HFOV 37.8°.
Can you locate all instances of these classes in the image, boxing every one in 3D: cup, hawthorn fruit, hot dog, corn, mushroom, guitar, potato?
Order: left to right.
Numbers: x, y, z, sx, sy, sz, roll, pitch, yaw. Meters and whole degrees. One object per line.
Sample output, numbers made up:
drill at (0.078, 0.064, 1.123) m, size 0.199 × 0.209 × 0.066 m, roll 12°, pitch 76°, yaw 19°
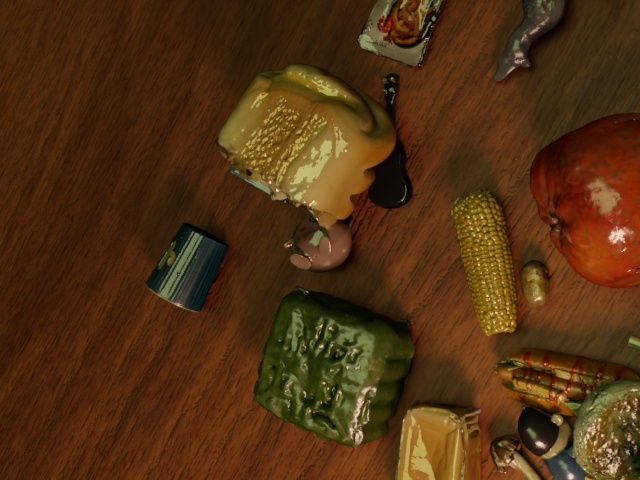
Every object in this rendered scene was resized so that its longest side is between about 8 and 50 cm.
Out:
cup at (-0.284, 0.047, 1.974) m, size 0.155 × 0.131 × 0.176 m, roll -61°, pitch 35°, yaw 4°
guitar at (0.134, -0.197, 1.806) m, size 0.084 × 0.038 × 0.271 m, roll -4°, pitch 81°, yaw 28°
corn at (0.295, 0.037, 1.651) m, size 0.091 × 0.091 × 0.260 m, roll -9°, pitch 82°, yaw -6°
mushroom at (0.353, 0.416, 1.586) m, size 0.060 × 0.061 × 0.187 m, roll -38°, pitch 70°, yaw 14°
potato at (0.375, 0.075, 1.628) m, size 0.051 × 0.040 × 0.083 m, roll -9°, pitch 77°, yaw 41°
hot dog at (0.408, 0.241, 1.567) m, size 0.250 × 0.076 × 0.104 m, roll 10°, pitch 89°, yaw 28°
hawthorn fruit at (0.493, -0.088, 1.471) m, size 0.307 × 0.276 × 0.276 m, roll -34°, pitch 67°, yaw 7°

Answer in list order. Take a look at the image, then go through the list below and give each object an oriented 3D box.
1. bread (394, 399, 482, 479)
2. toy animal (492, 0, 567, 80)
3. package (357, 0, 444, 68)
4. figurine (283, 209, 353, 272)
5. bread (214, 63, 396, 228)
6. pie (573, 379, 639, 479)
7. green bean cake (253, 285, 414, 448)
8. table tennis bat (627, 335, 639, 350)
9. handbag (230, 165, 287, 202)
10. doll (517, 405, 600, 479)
bread at (0.209, 0.407, 1.638) m, size 0.136 × 0.107 × 0.241 m, roll 2°, pitch 84°, yaw 33°
toy animal at (0.415, -0.466, 1.652) m, size 0.206 × 0.081 × 0.367 m, roll 6°, pitch 86°, yaw 41°
package at (0.176, -0.467, 1.824) m, size 0.154 × 0.030 × 0.239 m, roll 27°, pitch 97°, yaw 32°
figurine at (0.000, 0.000, 1.808) m, size 0.125 × 0.138 × 0.125 m, roll 7°, pitch 118°, yaw 13°
bread at (-0.017, -0.189, 1.772) m, size 0.316 × 0.211 × 0.270 m, roll 33°, pitch 90°, yaw 22°
pie at (0.491, 0.311, 1.483) m, size 0.187 × 0.041 × 0.187 m, roll 0°, pitch 100°, yaw 1°
green bean cake at (0.024, 0.235, 1.742) m, size 0.250 × 0.156 × 0.247 m, roll 21°, pitch 95°, yaw 30°
table tennis bat at (0.576, 0.190, 1.512) m, size 0.156 × 0.013 × 0.087 m, roll 22°, pitch 95°, yaw 30°
handbag at (-0.075, -0.203, 1.922) m, size 0.144 × 0.057 × 0.221 m, roll 32°, pitch 98°, yaw 22°
doll at (0.396, 0.345, 1.555) m, size 0.179 × 0.089 × 0.102 m, roll 48°, pitch 135°, yaw 5°
